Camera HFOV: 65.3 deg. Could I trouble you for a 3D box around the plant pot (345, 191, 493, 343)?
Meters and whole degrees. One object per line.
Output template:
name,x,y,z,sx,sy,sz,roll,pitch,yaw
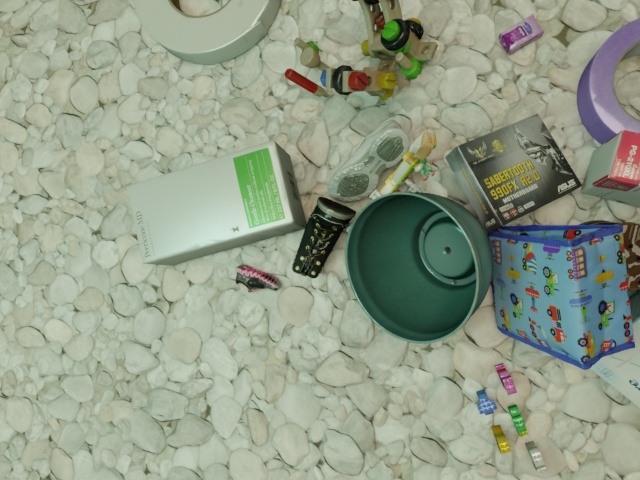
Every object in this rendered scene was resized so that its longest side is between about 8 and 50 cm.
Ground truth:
plant pot,0.224,0.036,1.011,0.293,0.196,0.293,14,110,41

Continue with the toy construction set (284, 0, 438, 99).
toy construction set,0.110,-0.393,1.106,0.308,0.237,0.258,-13,71,38

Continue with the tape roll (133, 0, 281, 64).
tape roll,-0.284,-0.644,1.260,0.391,0.072,0.393,-1,86,11

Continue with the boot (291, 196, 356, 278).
boot,0.002,0.001,1.077,0.085,0.236,0.179,22,95,-4

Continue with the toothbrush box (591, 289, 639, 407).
toothbrush box,0.663,0.181,0.894,0.216,0.126,0.296,41,138,11

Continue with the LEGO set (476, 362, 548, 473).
LEGO set,0.387,0.384,1.032,0.086,0.093,0.227,-22,82,10

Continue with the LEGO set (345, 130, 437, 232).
LEGO set,0.184,-0.100,1.091,0.107,0.132,0.287,43,117,6

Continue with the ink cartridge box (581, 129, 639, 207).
ink cartridge box,0.666,-0.120,0.970,0.237,0.172,0.100,17,90,12

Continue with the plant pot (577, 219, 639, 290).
plant pot,0.575,0.035,0.982,0.166,0.165,0.167,-1,87,12

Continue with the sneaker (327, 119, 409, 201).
sneaker,0.108,-0.181,1.143,0.090,0.115,0.232,39,119,-22

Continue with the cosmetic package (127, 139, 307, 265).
cosmetic package,-0.236,-0.077,1.166,0.365,0.155,0.197,-16,84,9

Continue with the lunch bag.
lunch bag,0.416,0.087,0.964,0.138,0.293,0.221,-13,98,-22

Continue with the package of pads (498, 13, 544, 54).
package of pads,0.447,-0.459,1.113,0.083,0.032,0.050,-29,78,8

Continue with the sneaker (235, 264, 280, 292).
sneaker,-0.152,0.102,1.196,0.119,0.047,0.057,20,105,16

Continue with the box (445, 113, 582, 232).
box,0.401,-0.143,1.036,0.230,0.056,0.183,-23,81,-20

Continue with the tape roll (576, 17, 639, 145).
tape roll,0.685,-0.312,1.024,0.274,0.090,0.275,-1,86,11
